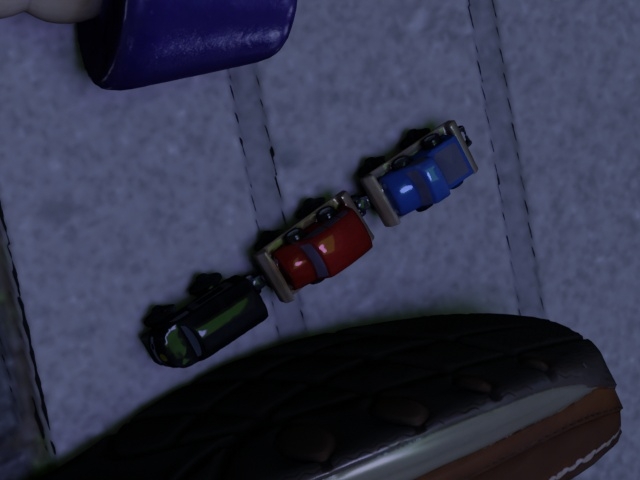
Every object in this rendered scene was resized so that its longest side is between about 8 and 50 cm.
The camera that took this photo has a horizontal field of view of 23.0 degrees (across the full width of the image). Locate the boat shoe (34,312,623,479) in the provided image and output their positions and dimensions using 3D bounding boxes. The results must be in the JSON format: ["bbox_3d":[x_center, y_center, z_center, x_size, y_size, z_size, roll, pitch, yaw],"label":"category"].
[{"bbox_3d":[-0.040,0.129,0.570,0.324,0.122,0.119,-23,109,-12],"label":"boat shoe"}]

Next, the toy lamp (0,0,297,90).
[{"bbox_3d":[-0.141,-0.092,0.518,0.275,0.080,0.080,1,94,-25],"label":"toy lamp"}]

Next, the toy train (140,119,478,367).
[{"bbox_3d":[0.000,0.000,0.610,0.158,0.036,0.027,-35,107,-17],"label":"toy train"}]
